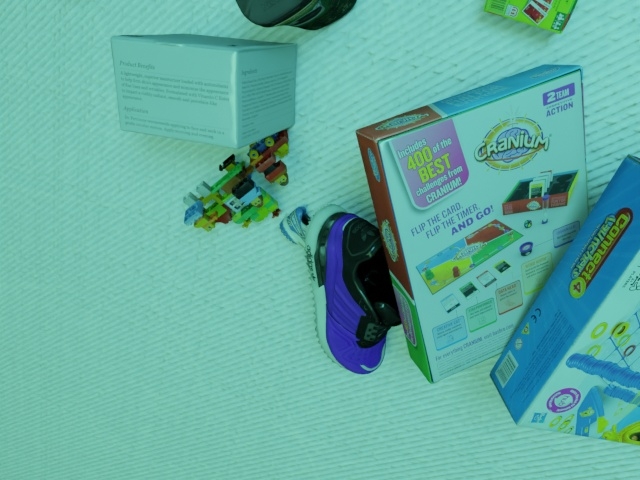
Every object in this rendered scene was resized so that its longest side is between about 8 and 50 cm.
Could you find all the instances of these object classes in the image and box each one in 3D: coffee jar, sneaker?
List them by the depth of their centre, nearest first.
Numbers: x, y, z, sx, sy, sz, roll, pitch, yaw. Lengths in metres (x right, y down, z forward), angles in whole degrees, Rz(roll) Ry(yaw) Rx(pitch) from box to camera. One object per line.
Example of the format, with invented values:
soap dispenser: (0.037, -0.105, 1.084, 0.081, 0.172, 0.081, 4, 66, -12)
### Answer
coffee jar: (-0.027, -0.300, 0.600, 0.096, 0.184, 0.079, -21, 101, 27)
sneaker: (0.069, 0.098, 0.715, 0.146, 0.102, 0.293, 20, 135, 43)
sneaker: (0.000, 0.000, 0.784, 0.135, 0.052, 0.058, 40, 115, 3)

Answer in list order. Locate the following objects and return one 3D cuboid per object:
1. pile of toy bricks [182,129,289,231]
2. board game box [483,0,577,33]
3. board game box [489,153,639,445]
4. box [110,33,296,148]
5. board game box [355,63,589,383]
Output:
pile of toy bricks: (-0.109, -0.067, 0.783, 0.212, 0.118, 0.105, -35, 127, 20)
board game box: (0.243, -0.319, 0.519, 0.092, 0.043, 0.181, 26, 144, 17)
board game box: (0.403, 0.095, 0.568, 0.302, 0.086, 0.308, 13, 118, -12)
box: (-0.147, -0.210, 0.686, 0.181, 0.182, 0.119, 12, 116, 18)
board game box: (0.195, -0.013, 0.595, 0.242, 0.064, 0.316, -20, 115, -9)
